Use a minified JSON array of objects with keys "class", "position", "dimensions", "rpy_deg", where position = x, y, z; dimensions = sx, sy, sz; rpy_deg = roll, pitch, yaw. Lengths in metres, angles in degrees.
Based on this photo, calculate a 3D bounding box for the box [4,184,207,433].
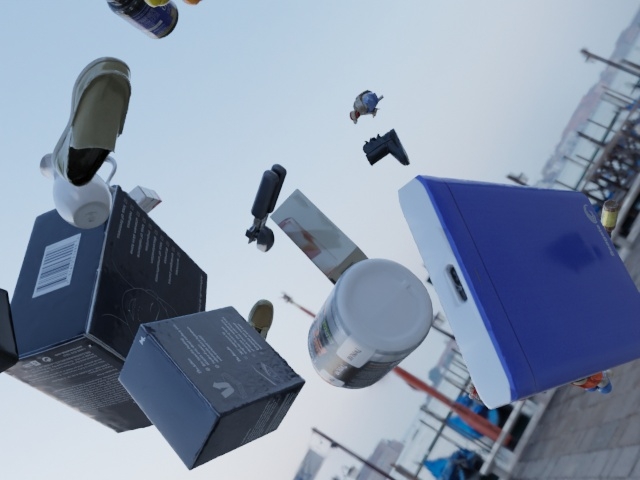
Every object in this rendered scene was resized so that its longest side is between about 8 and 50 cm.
[{"class":"box","position":[-0.556,0.198,1.684],"dimensions":[0.472,0.297,0.480],"rpy_deg":[54,-156,-46]}]

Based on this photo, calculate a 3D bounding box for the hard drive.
[{"class":"hard drive","position":[0.231,0.038,0.633],"dimensions":[0.318,0.210,0.040],"rpy_deg":[0,-28,-42]}]

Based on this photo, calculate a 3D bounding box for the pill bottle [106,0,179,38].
[{"class":"pill bottle","position":[-0.485,-0.633,1.625],"dimensions":[0.123,0.122,0.219],"rpy_deg":[-61,-22,4]}]

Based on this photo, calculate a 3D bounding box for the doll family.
[{"class":"doll family","position":[0.390,0.223,1.126],"dimensions":[0.163,0.262,0.119],"rpy_deg":[26,-126,-45]}]

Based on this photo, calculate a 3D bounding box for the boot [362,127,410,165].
[{"class":"boot","position":[0.171,-0.229,1.615],"dimensions":[0.099,0.121,0.045],"rpy_deg":[-28,-20,15]}]

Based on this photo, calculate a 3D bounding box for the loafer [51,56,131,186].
[{"class":"loafer","position":[-0.407,-0.205,1.119],"dimensions":[0.101,0.092,0.269],"rpy_deg":[0,-47,-44]}]

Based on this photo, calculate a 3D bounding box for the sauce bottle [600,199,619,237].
[{"class":"sauce bottle","position":[0.794,-0.054,1.690],"dimensions":[0.042,0.042,0.128],"rpy_deg":[-50,-36,-32]}]

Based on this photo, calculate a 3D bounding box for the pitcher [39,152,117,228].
[{"class":"pitcher","position":[-0.556,-0.132,1.474],"dimensions":[0.177,0.207,0.126],"rpy_deg":[-19,-39,-27]}]

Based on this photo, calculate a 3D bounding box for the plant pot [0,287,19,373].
[{"class":"plant pot","position":[-0.716,0.173,1.159],"dimensions":[0.187,0.188,0.167],"rpy_deg":[-30,-36,0]}]

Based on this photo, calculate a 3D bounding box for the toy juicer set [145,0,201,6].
[{"class":"toy juicer set","position":[-0.403,-0.651,1.449],"dimensions":[0.089,0.328,0.210],"rpy_deg":[150,132,-78]}]

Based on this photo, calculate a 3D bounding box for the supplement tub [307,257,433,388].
[{"class":"supplement tub","position":[0.084,0.183,1.234],"dimensions":[0.194,0.193,0.316],"rpy_deg":[-51,-7,-31]}]

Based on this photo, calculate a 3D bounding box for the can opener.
[{"class":"can opener","position":[-0.138,-0.079,1.691],"dimensions":[0.076,0.095,0.284],"rpy_deg":[-43,-15,-43]}]

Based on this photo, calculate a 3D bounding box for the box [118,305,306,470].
[{"class":"box","position":[-0.133,0.173,0.761],"dimensions":[0.158,0.156,0.093],"rpy_deg":[-5,-51,-54]}]

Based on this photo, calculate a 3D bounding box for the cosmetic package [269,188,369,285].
[{"class":"cosmetic package","position":[0.000,0.000,1.832],"dimensions":[0.129,0.296,0.153],"rpy_deg":[-45,-33,1]}]

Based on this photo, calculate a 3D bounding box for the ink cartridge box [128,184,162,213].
[{"class":"ink cartridge box","position":[-0.624,-0.134,2.125],"dimensions":[0.099,0.056,0.135],"rpy_deg":[-38,-7,4]}]

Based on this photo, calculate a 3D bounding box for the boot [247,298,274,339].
[{"class":"boot","position":[-0.189,0.289,1.764],"dimensions":[0.165,0.077,0.213],"rpy_deg":[-99,31,-72]}]

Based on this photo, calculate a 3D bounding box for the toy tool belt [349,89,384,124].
[{"class":"toy tool belt","position":[0.093,-0.267,1.221],"dimensions":[0.083,0.051,0.052],"rpy_deg":[-60,-44,-45]}]
